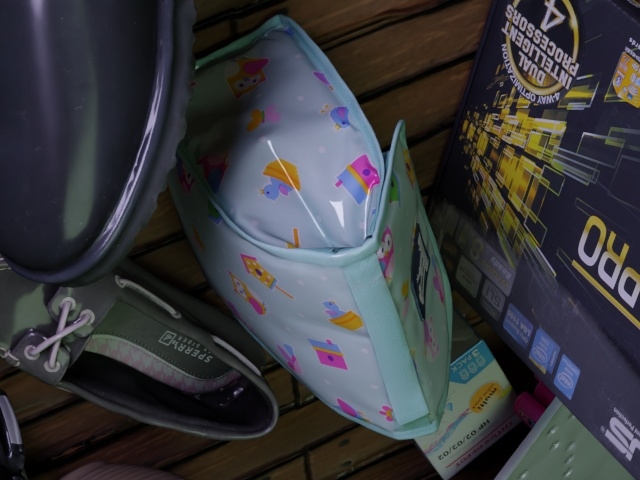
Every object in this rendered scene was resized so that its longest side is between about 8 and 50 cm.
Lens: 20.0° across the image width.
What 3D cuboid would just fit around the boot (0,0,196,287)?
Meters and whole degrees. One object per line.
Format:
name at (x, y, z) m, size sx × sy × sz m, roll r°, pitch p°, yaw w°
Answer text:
boot at (-0.249, -0.189, 0.971) m, size 0.445 × 0.146 × 0.367 m, roll 18°, pitch 81°, yaw -54°

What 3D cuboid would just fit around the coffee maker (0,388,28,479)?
coffee maker at (-0.284, 0.206, 1.358) m, size 0.171 × 0.178 × 0.120 m, roll -15°, pitch 132°, yaw -26°

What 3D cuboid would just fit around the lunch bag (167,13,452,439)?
lunch bag at (0.000, 0.000, 1.323) m, size 0.160 × 0.262 × 0.223 m, roll -30°, pitch 136°, yaw -11°

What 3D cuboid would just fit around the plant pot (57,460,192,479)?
plant pot at (-0.190, 0.261, 1.496) m, size 0.237 × 0.110 × 0.237 m, roll -40°, pitch 165°, yaw -13°

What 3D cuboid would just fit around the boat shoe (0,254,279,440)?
boat shoe at (-0.153, 0.076, 1.402) m, size 0.335 × 0.095 × 0.112 m, roll 24°, pitch 109°, yaw -45°

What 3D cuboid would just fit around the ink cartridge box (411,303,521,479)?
ink cartridge box at (0.124, 0.151, 1.691) m, size 0.104 × 0.061 × 0.181 m, roll -38°, pitch 139°, yaw -3°

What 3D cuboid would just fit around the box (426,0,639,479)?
box at (0.249, -0.016, 1.389) m, size 0.097 × 0.395 × 0.318 m, roll -11°, pitch 132°, yaw -31°

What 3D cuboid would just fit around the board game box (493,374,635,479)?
board game box at (0.228, 0.283, 1.837) m, size 0.390 × 0.050 × 0.390 m, roll 10°, pitch 120°, yaw -53°
